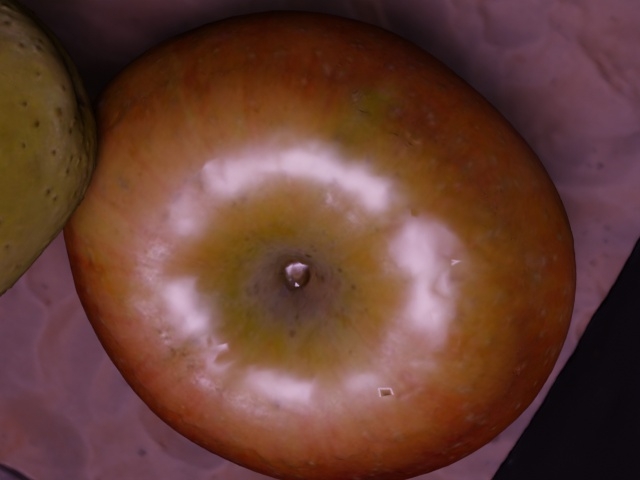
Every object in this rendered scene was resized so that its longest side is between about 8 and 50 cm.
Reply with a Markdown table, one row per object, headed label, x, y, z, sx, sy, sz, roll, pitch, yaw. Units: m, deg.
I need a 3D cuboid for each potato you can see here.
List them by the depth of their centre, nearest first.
| label | x | y | z | sx | sy | sz | roll | pitch | yaw |
| --- | --- | --- | --- | --- | --- | --- | --- | --- | --- |
| potato | -0.213 | -0.030 | 0.633 | 0.248 | 0.143 | 0.169 | -11 | 102 | 11 |

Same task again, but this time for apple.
| label | x | y | z | sx | sy | sz | roll | pitch | yaw |
| --- | --- | --- | --- | --- | --- | --- | --- | --- | --- |
| apple | 0.000 | 0.000 | 0.710 | 0.210 | 0.173 | 0.235 | -36 | 97 | 16 |

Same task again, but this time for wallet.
| label | x | y | z | sx | sy | sz | roll | pitch | yaw |
| --- | --- | --- | --- | --- | --- | --- | --- | --- | --- |
| wallet | 0.158 | 0.104 | 0.764 | 0.030 | 0.146 | 0.285 | 14 | 113 | -35 |
